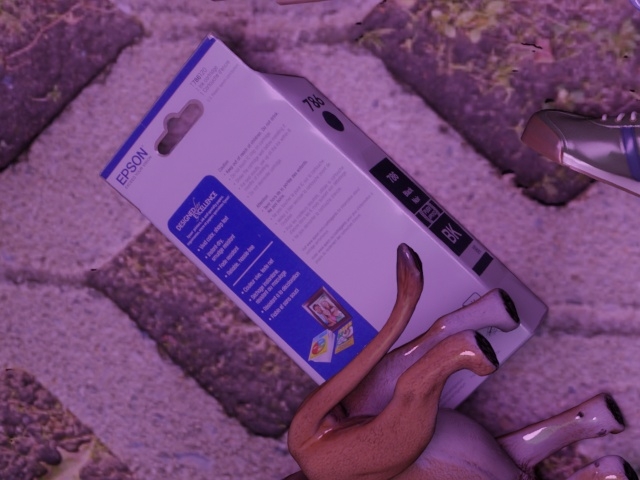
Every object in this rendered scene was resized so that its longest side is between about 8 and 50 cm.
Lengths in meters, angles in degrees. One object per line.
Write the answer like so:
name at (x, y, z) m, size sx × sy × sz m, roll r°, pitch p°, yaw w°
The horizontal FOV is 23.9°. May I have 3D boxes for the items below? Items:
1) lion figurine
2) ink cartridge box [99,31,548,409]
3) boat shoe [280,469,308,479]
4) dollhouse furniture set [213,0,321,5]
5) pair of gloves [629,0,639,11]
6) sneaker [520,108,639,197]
lion figurine at (0.079, 0.165, 1.095) m, size 0.240 × 0.142 × 0.392 m, roll -30°, pitch 127°, yaw 19°
ink cartridge box at (0.000, 0.000, 1.175) m, size 0.332 × 0.065 × 0.165 m, roll 44°, pitch 118°, yaw 1°
boat shoe at (0.030, 0.311, 1.263) m, size 0.095 × 0.095 × 0.257 m, roll -35°, pitch 87°, yaw 41°
dollhouse furniture set at (0.072, -0.304, 0.939) m, size 0.355 × 0.174 × 0.303 m, roll 1°, pitch 109°, yaw 35°
pair of gloves at (0.235, -0.246, 1.021) m, size 0.159 × 0.023 × 0.198 m, roll 15°, pitch 112°, yaw 17°
sneaker at (0.244, -0.070, 1.058) m, size 0.192 × 0.064 × 0.086 m, roll 25°, pitch 107°, yaw 12°
